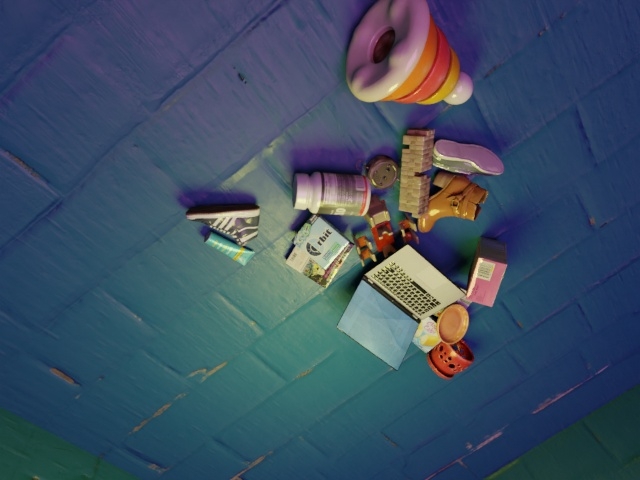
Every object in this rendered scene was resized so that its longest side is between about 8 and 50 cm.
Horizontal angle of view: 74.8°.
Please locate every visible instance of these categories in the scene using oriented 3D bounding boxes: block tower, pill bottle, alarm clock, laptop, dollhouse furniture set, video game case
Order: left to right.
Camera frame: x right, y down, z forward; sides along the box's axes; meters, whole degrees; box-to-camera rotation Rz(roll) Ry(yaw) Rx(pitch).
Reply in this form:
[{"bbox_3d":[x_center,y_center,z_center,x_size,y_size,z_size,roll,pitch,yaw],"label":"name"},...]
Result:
[{"bbox_3d":[-0.004,0.055,1.763,0.210,0.042,0.232,32,108,1],"label":"video game case"},{"bbox_3d":[0.038,-0.182,1.624,0.282,0.161,0.162,2,116,-12],"label":"pill bottle"},{"bbox_3d":[0.231,-0.276,1.674,0.191,0.064,0.130,15,113,-14],"label":"alarm clock"},{"bbox_3d":[0.256,-0.054,1.775,0.261,0.135,0.259,-22,130,1],"label":"dollhouse furniture set"},{"bbox_3d":[0.352,0.296,1.799,0.381,0.237,0.407,38,124,-19],"label":"laptop"},{"bbox_3d":[0.378,-0.266,1.657,0.090,0.097,0.336,-24,121,-44],"label":"block tower"}]

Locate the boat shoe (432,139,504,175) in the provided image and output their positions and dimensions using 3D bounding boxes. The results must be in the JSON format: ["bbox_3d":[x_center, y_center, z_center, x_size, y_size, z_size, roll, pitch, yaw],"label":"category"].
[{"bbox_3d":[0.583,-0.320,1.694,0.318,0.117,0.099,12,155,-12],"label":"boat shoe"}]

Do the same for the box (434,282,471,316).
[{"bbox_3d":[0.657,0.312,2.069,0.145,0.038,0.186,25,109,-21],"label":"box"}]

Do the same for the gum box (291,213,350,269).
[{"bbox_3d":[0.000,0.000,1.702,0.184,0.041,0.157,39,108,-2],"label":"gum box"}]

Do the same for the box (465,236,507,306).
[{"bbox_3d":[0.738,0.133,1.867,0.117,0.243,0.214,16,117,17],"label":"box"}]

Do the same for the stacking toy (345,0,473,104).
[{"bbox_3d":[0.355,-0.588,1.452,0.479,0.351,0.351,11,116,-37],"label":"stacking toy"}]

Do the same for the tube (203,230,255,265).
[{"bbox_3d":[-0.375,0.032,1.720,0.207,0.052,0.080,31,118,-29],"label":"tube"}]

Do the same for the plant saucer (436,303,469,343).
[{"bbox_3d":[0.636,0.403,2.036,0.199,0.037,0.200,-5,101,-27],"label":"plant saucer"}]

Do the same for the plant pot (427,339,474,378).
[{"bbox_3d":[0.652,0.589,2.131,0.191,0.191,0.174,26,118,-22],"label":"plant pot"}]

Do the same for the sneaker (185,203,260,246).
[{"bbox_3d":[-0.377,-0.057,1.641,0.281,0.099,0.153,-3,115,-13],"label":"sneaker"}]

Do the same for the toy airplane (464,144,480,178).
[{"bbox_3d":[0.626,-0.327,1.742,0.151,0.028,0.151,-2,115,-3],"label":"toy airplane"}]

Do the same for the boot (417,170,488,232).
[{"bbox_3d":[0.538,-0.125,1.717,0.109,0.220,0.284,4,113,-52],"label":"boot"}]

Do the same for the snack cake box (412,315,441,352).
[{"bbox_3d":[0.488,0.420,2.062,0.152,0.089,0.264,-43,117,12],"label":"snack cake box"}]
